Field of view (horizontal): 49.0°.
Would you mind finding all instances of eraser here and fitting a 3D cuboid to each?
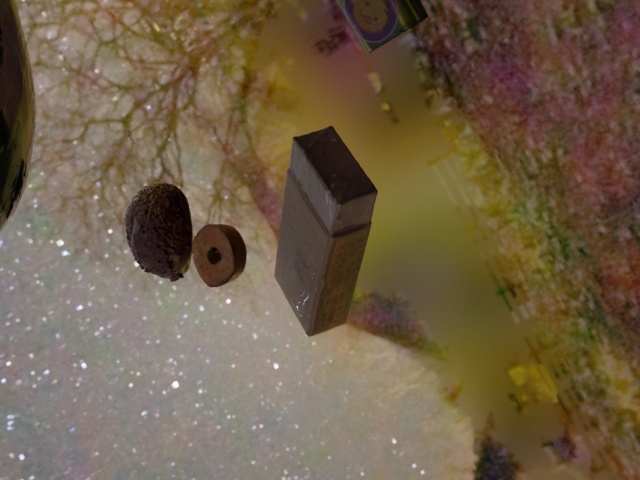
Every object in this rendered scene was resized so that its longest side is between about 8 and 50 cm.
[{"bbox_3d":[0.000,0.000,1.068,0.144,0.078,0.344,58,155,31],"label":"eraser"}]

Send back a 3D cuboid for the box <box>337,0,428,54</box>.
[{"bbox_3d":[0.051,-0.516,1.253,0.097,0.134,0.346,-41,-75,-42],"label":"box"}]

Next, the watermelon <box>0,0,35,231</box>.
[{"bbox_3d":[-0.344,-0.078,0.532,0.250,0.292,0.283,46,-140,-50],"label":"watermelon"}]

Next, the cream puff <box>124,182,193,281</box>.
[{"bbox_3d":[-0.234,-0.012,1.008,0.149,0.084,0.149,174,90,-68],"label":"cream puff"}]

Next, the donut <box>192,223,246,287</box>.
[{"bbox_3d":[-0.221,0.030,1.559,0.058,0.152,0.152,-12,-112,-42],"label":"donut"}]
